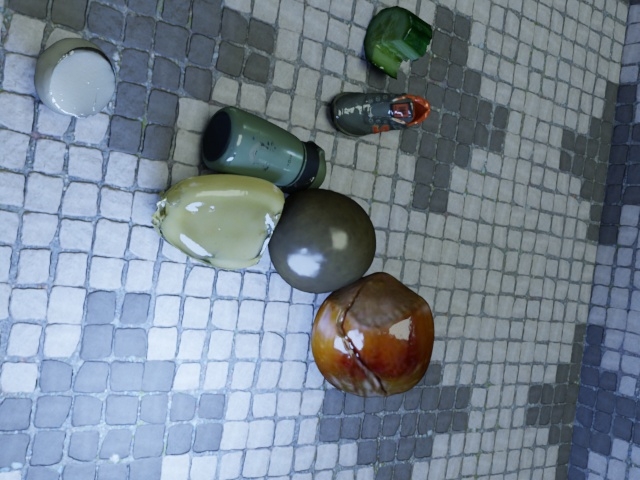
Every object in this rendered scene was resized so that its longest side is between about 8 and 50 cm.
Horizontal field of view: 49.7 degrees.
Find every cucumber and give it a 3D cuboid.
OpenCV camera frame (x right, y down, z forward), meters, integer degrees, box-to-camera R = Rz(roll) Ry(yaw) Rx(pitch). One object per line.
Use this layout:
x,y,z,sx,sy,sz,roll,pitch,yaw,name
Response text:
0.232,-0.591,2.030,0.130,0.191,0.191,19,83,-36,cucumber

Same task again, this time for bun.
-0.546,-0.362,1.511,0.172,0.120,0.173,-30,138,-31,bun

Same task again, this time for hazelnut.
0.152,0.274,1.965,0.315,0.372,0.373,-42,125,-70,hazelnut

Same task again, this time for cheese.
-0.263,-0.052,1.713,0.315,0.128,0.260,7,111,-33,cheese

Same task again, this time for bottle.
-0.131,-0.221,1.807,0.346,0.168,0.169,16,85,-41,bottle

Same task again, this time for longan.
-0.001,0.002,1.851,0.297,0.297,0.298,-4,96,-36,longan

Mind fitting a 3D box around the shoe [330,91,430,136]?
0.194,-0.375,2.022,0.336,0.171,0.133,-9,100,-36,shoe
